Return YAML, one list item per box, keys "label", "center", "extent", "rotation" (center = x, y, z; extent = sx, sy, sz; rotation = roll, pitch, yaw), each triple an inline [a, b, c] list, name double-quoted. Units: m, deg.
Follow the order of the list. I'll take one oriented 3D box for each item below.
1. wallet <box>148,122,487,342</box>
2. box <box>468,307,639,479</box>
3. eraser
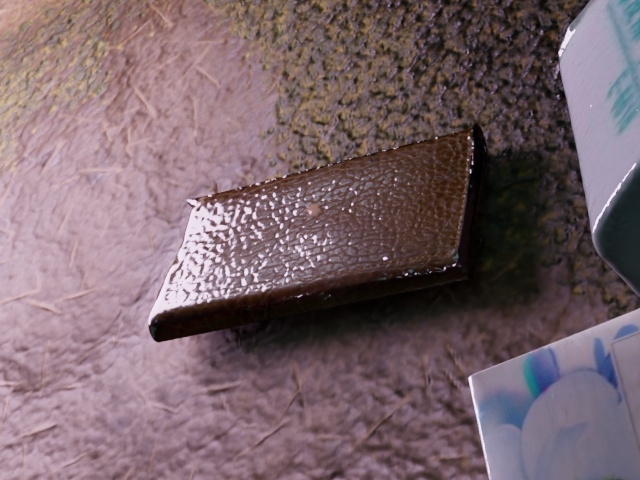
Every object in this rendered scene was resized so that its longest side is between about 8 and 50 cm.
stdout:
- label: "wallet"
  center: [0.000, 0.000, 1.134]
  extent: [0.243, 0.039, 0.133]
  rotation: [-14, 42, 26]
- label: "box"
  center: [0.230, 0.124, 0.807]
  extent: [0.274, 0.116, 0.203]
  rotation: [-23, 44, 17]
- label: "eraser"
  center: [0.228, -0.093, 0.911]
  extent: [0.189, 0.104, 0.290]
  rotation: [-35, 17, 18]
